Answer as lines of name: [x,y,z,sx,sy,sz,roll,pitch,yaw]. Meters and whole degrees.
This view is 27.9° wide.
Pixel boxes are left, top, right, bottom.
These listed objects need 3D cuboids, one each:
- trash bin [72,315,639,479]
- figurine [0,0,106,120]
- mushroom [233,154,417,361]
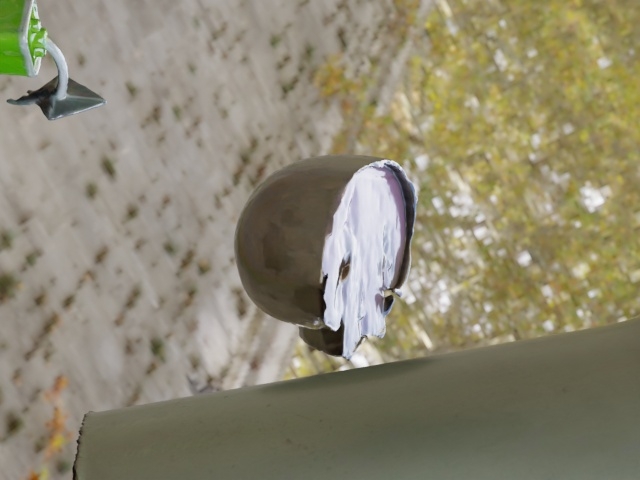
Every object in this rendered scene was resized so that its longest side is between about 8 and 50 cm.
trash bin: [0.084,0.198,0.779,0.432,0.280,0.280,-7,-161,-3]
figurine: [-0.152,-0.013,0.363,0.126,0.192,0.147,-2,-133,28]
mushroom: [0.000,0.000,0.970,0.117,0.141,0.188,20,-162,24]
